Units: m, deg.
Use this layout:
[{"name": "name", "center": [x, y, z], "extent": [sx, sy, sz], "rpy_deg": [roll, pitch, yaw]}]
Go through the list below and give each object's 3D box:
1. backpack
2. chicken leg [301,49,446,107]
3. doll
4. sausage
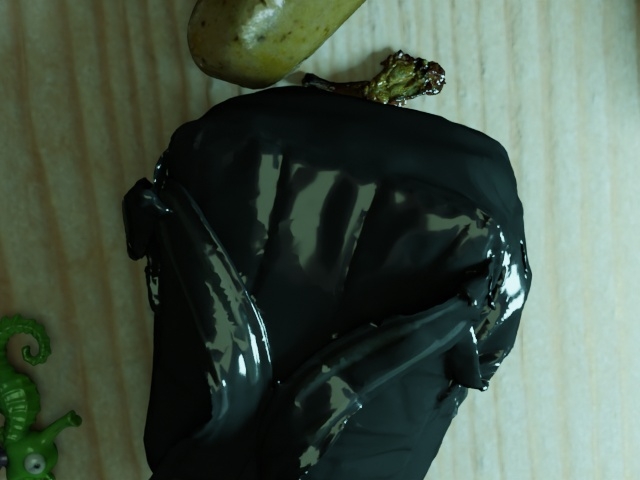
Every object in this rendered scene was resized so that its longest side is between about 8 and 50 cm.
[{"name": "backpack", "center": [-0.011, 0.094, 0.967], "extent": [0.363, 0.255, 0.446], "rpy_deg": [14, 114, 8]}, {"name": "chicken leg", "center": [0.056, -0.157, 1.055], "extent": [0.144, 0.037, 0.062], "rpy_deg": [-14, 79, -3]}, {"name": "doll", "center": [-0.307, 0.170, 1.074], "extent": [0.115, 0.050, 0.190], "rpy_deg": [-11, 99, 1]}, {"name": "sausage", "center": [0.077, -0.323, 0.981], "extent": [0.500, 0.123, 0.136], "rpy_deg": [-38, 115, 1]}]
